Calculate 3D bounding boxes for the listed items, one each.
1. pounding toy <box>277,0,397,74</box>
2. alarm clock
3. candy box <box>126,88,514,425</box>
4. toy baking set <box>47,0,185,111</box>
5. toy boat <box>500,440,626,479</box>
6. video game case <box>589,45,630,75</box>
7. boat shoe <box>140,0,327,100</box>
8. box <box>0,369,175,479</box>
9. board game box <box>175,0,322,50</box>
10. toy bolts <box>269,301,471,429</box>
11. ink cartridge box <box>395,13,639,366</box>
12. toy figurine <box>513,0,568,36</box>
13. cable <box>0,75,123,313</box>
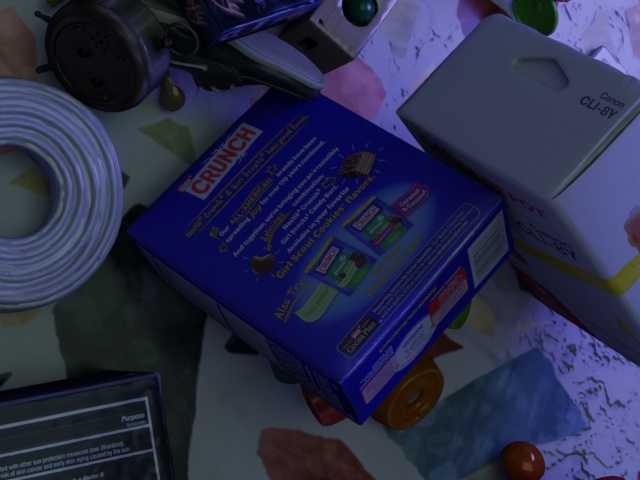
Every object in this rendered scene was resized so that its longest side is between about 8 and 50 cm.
[{"bbox_3d":[0.022,-0.281,1.553,0.100,0.141,0.130,39,73,-15],"label":"pounding toy"},{"bbox_3d":[-0.213,-0.202,1.418,0.064,0.192,0.129,-58,135,-51],"label":"alarm clock"},{"bbox_3d":[0.000,0.000,1.443,0.317,0.122,0.268,34,71,28],"label":"candy box"},{"bbox_3d":[-0.175,-0.261,1.506,0.256,0.030,0.197,-40,111,1],"label":"toy baking set"},{"bbox_3d":[0.259,0.315,1.627,0.231,0.151,0.151,-9,59,-23],"label":"toy boat"},{"bbox_3d":[0.366,-0.129,1.747,0.173,0.022,0.190,46,71,-13],"label":"video game case"},{"bbox_3d":[-0.107,-0.201,1.469,0.233,0.084,0.079,21,116,-5],"label":"boat shoe"},{"bbox_3d":[-0.301,0.298,1.359,0.296,0.183,0.294,-8,91,-24],"label":"box"},{"bbox_3d":[-0.119,-0.335,1.439,0.165,0.042,0.243,-28,86,-44],"label":"board game box"},{"bbox_3d":[0.032,0.117,1.562,0.228,0.158,0.218,-23,135,-32],"label":"toy bolts"},{"bbox_3d":[0.294,-0.038,1.491,0.160,0.279,0.384,-46,130,-5],"label":"ink cartridge box"},{"bbox_3d":[0.315,-0.368,1.706,0.159,0.130,0.173,-33,121,-30],"label":"toy figurine"},{"bbox_3d":[-0.336,-0.051,1.419,0.257,0.089,0.257,11,82,-21],"label":"cable"}]
